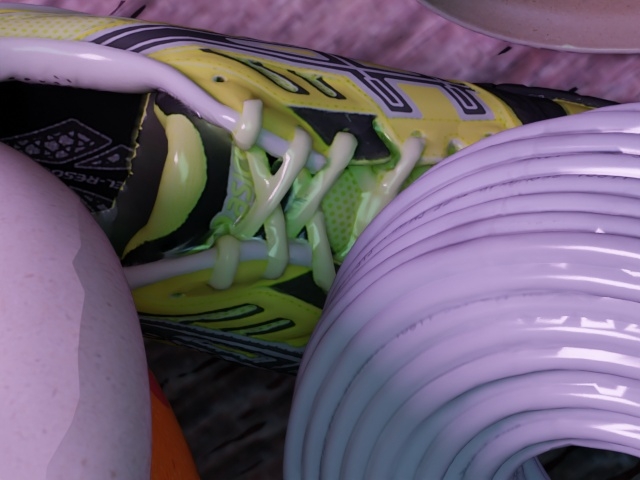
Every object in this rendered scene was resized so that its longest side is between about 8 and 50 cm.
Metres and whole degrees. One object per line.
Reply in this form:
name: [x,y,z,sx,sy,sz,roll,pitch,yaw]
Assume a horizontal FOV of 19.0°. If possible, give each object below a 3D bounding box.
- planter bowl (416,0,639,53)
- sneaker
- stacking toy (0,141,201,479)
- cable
planter bowl: [0.106,-0.151,0.691,0.162,0.162,0.109,4,70,3]
sneaker: [0.000,0.000,0.706,0.385,0.147,0.145,7,94,1]
stacking toy: [-0.081,0.215,0.649,0.350,0.350,0.480,-41,131,7]
cable: [0.106,0.084,0.597,0.257,0.089,0.257,-5,120,35]
